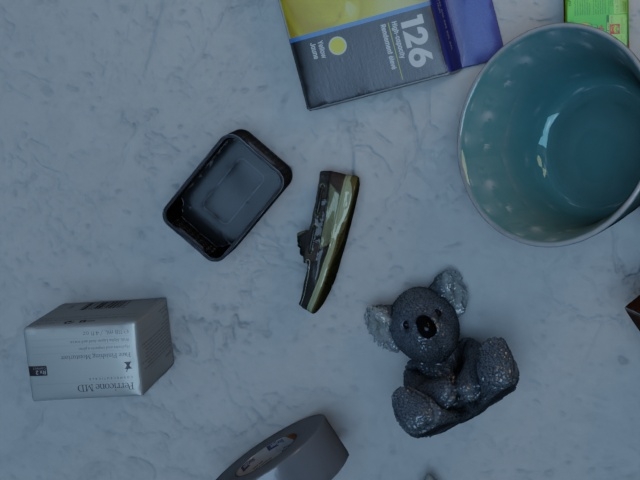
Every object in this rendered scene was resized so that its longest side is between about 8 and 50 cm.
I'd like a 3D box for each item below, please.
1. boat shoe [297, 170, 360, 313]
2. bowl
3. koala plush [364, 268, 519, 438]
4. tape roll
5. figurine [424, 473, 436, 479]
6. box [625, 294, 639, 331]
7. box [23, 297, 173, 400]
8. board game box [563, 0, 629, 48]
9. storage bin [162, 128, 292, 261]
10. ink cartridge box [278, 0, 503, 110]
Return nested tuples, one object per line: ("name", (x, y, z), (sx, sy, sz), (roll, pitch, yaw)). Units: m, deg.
("boat shoe", (0.000, -0.001, 1.885), (0.073, 0.080, 0.224), (18, 97, 10))
("bowl", (0.367, -0.139, 1.724), (0.311, 0.163, 0.312), (-5, 82, 41))
("koala plush", (0.175, 0.168, 1.857), (0.196, 0.203, 0.221), (-30, 74, 3))
("tape roll", (-0.066, 0.360, 1.883), (0.219, 0.219, 0.072), (-32, 95, 12))
("figurine", (0.166, 0.503, 1.949), (0.215, 0.092, 0.209), (-42, 88, 12))
("box", (0.627, 0.191, 1.736), (0.191, 0.143, 0.381), (-40, 108, -5))
("box", (-0.343, 0.168, 1.907), (0.181, 0.182, 0.119), (-4, 99, 9))
("board game box", (0.401, -0.357, 1.776), (0.092, 0.043, 0.181), (-1, 100, 9))
("storage bin", (-0.143, -0.071, 1.886), (0.122, 0.084, 0.180), (40, 104, -1))
("ink cartridge box", (0.090, -0.375, 1.807), (0.307, 0.072, 0.304), (-14, 98, 12))
